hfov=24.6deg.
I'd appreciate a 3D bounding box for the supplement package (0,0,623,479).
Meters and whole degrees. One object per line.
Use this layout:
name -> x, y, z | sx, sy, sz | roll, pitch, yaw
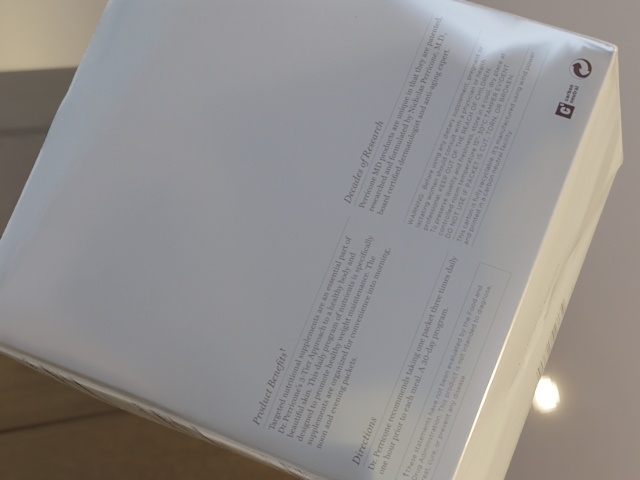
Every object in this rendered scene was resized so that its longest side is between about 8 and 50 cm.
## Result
supplement package -> 0.000, 0.000, 0.625 | 0.149, 0.203, 0.194 | 52, 59, -71
